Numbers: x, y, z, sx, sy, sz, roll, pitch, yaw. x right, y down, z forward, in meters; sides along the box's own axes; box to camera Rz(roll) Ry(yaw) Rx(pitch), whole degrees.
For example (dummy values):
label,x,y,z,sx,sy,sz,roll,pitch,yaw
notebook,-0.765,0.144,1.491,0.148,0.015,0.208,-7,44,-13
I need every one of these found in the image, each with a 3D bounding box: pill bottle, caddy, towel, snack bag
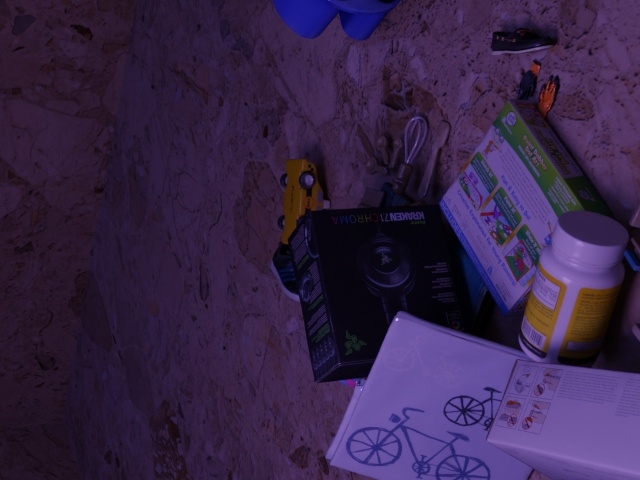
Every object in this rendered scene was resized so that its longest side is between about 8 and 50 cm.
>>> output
label,x,y,z,sx,sy,sz,roll,pitch,yaw
pill bottle,0.361,0.071,1.326,0.119,0.119,0.209,48,138,47
caddy,0.025,-0.543,1.768,0.179,0.241,0.341,-51,50,53
towel,0.181,0.090,1.731,0.370,0.040,0.271,49,130,49
snack bag,0.205,0.275,1.472,0.037,0.323,0.343,-78,6,-59

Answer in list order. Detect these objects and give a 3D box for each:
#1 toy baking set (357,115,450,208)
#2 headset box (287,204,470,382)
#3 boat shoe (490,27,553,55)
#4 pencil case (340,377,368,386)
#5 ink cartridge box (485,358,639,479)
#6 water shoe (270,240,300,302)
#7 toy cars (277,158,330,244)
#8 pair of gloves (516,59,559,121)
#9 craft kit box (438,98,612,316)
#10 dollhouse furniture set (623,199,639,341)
label,x,y,z,sx,sy,sz,roll,pitch,yaw
toy baking set,0.146,-0.124,1.742,0.256,0.030,0.197,-20,64,52
headset box,0.098,0.097,1.575,0.131,0.246,0.283,130,133,-61
boat shoe,0.316,-0.315,1.476,0.133,0.049,0.042,20,116,62
pencil case,0.092,0.175,1.753,0.104,0.104,0.236,62,139,36
ink cartridge box,0.424,0.276,1.201,0.309,0.272,0.130,-3,58,58
water shoe,-0.056,0.069,2.086,0.203,0.073,0.080,44,125,49
toy cars,0.000,0.000,1.963,0.176,0.087,0.394,-56,42,42
pair of gloves,0.342,-0.237,1.473,0.083,0.010,0.074,53,134,45
craft kit box,0.313,-0.051,1.482,0.250,0.061,0.247,65,145,32
dollhouse furniture set,0.472,0.057,1.193,0.184,0.129,0.129,-96,20,-59
